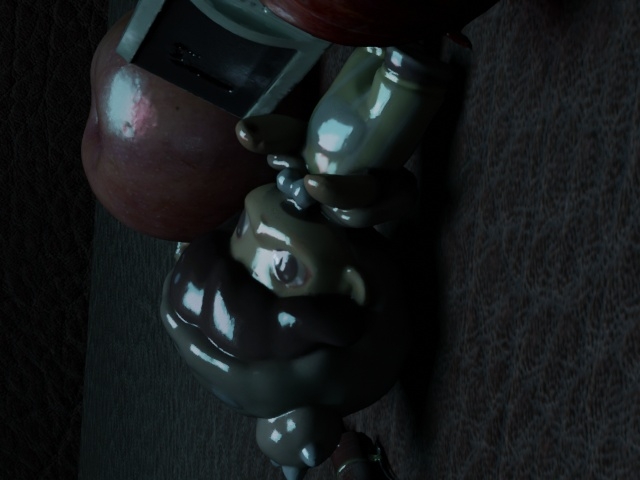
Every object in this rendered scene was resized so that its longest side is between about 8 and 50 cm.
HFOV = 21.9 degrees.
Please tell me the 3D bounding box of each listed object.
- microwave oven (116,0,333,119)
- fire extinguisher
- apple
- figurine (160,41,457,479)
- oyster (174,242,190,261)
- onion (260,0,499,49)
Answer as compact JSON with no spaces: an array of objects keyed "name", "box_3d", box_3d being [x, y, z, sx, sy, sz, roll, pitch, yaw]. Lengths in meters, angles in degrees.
[{"name":"microwave oven","box_3d":[-0.040,-0.260,1.483,0.238,0.181,0.295,-66,9,-19]},{"name":"fire extinguisher","box_3d":[0.048,0.237,1.502,0.078,0.045,0.157,-55,30,27]},{"name":"apple","box_3d":[-0.145,-0.145,1.862,0.305,0.235,0.306,-178,90,-76]},{"name":"figurine","box_3d":[0.000,-0.001,1.420,0.248,0.203,0.381,41,116,41]},{"name":"oyster","box_3d":[-0.155,-0.175,2.219,0.204,0.111,0.396,-80,-2,-60]},{"name":"onion","box_3d":[0.048,-0.267,1.104,0.276,0.276,0.276,180,90,-75]}]
